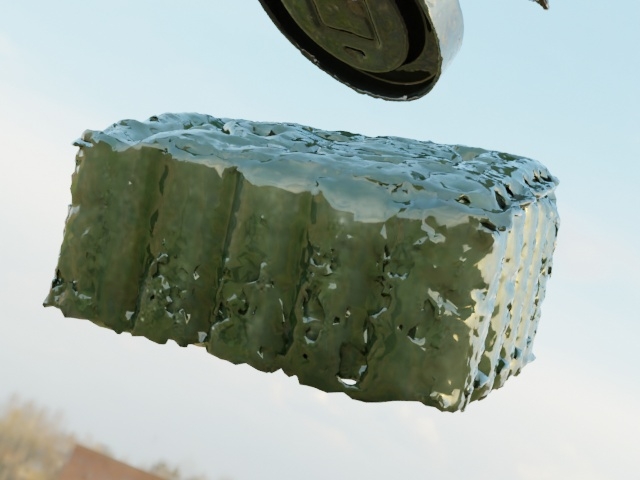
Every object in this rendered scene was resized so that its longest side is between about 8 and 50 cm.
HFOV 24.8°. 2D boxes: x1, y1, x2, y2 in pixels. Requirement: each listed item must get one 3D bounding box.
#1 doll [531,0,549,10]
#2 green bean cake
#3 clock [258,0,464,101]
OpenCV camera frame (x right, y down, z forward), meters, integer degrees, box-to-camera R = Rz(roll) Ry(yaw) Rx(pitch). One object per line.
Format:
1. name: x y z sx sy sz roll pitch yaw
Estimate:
1. doll: 0.150 -0.273 1.307 0.165 0.057 0.139 36 22 -36
2. green bean cake: 0.000 0.000 0.826 0.255 0.132 0.241 14 11 20
3. clock: 0.035 -0.271 1.597 0.281 0.055 0.280 34 -23 17
